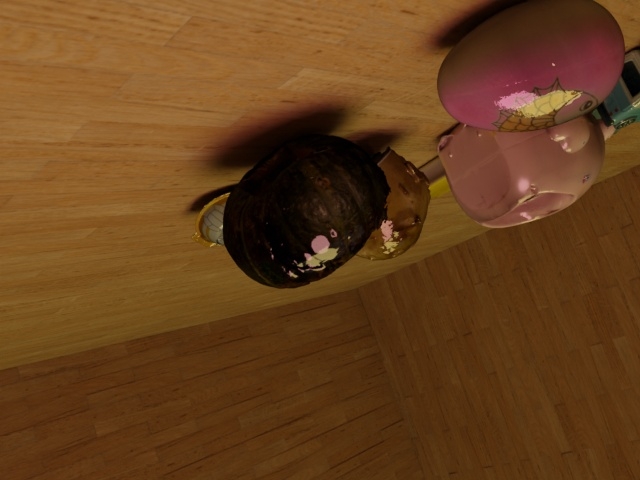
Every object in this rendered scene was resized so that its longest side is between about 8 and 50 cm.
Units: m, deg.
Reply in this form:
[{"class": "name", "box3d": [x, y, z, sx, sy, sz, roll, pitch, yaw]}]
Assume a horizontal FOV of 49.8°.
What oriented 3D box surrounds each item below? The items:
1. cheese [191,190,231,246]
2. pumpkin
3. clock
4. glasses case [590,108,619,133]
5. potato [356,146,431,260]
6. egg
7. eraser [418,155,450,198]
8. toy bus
[{"class": "cheese", "box3d": [-0.158, -0.070, 1.474, 0.270, 0.069, 0.177, -35, 147, 12]}, {"class": "pumpkin", "box3d": [-0.033, -0.057, 1.223, 0.320, 0.192, 0.320, -31, -155, 17]}, {"class": "clock", "box3d": [0.495, -0.181, 1.613, 0.376, 0.251, 0.368, -13, 167, -32]}, {"class": "glasses case", "box3d": [0.759, -0.342, 1.866, 0.266, 0.056, 0.105, -10, 142, -44]}, {"class": "potato", "box3d": [0.115, -0.057, 1.502, 0.246, 0.196, 0.299, -42, -173, -10]}, {"class": "egg", "box3d": [0.313, -0.260, 1.038, 0.271, 0.196, 0.196, -10, 174, 21]}, {"class": "eraser", "box3d": [0.333, -0.175, 1.868, 0.158, 0.069, 0.226, -9, 166, -36]}, {"class": "toy bus", "box3d": [0.748, -0.349, 1.540, 0.271, 0.133, 0.165, -11, 163, -31]}]
